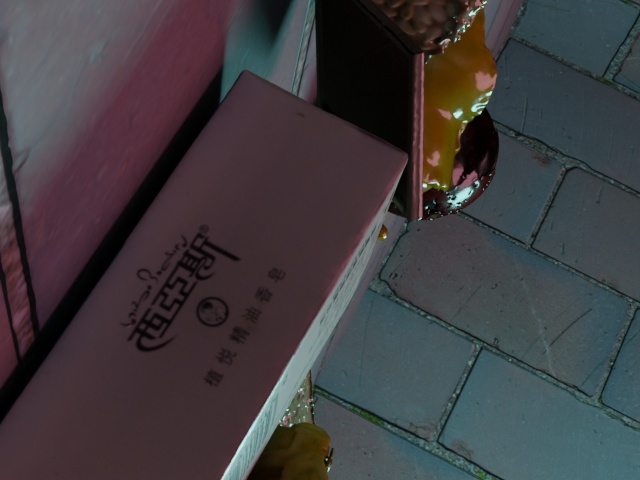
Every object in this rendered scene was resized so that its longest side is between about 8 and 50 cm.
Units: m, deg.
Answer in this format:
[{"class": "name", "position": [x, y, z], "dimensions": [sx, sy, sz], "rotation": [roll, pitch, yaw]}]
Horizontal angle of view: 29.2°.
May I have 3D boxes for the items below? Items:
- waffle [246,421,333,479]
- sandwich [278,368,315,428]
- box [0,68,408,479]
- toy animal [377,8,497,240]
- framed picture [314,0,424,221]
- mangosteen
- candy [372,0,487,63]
[{"class": "waffle", "position": [-0.080, 0.244, 0.758], "dimensions": [0.312, 0.307, 0.060], "rotation": [-52, 133, -19]}, {"class": "sandwich", "position": [-0.065, 0.167, 1.023], "dimensions": [0.186, 0.065, 0.214], "rotation": [-43, 134, -58]}, {"class": "box", "position": [-0.073, 0.072, 0.705], "dimensions": [0.274, 0.116, 0.203], "rotation": [-59, 174, -26]}, {"class": "toy animal", "position": [0.070, -0.116, 1.069], "dimensions": [0.156, 0.156, 0.229], "rotation": [-17, 123, -82]}, {"class": "framed picture", "position": [0.026, -0.094, 0.728], "dimensions": [0.149, 0.011, 0.109], "rotation": [-124, -155, -49]}, {"class": "mangosteen", "position": [0.108, -0.100, 1.382], "dimensions": [0.166, 0.166, 0.180], "rotation": [-61, -159, -15]}, {"class": "candy", "position": [0.056, -0.173, 0.822], "dimensions": [0.085, 0.110, 0.095], "rotation": [-60, -171, -33]}]
